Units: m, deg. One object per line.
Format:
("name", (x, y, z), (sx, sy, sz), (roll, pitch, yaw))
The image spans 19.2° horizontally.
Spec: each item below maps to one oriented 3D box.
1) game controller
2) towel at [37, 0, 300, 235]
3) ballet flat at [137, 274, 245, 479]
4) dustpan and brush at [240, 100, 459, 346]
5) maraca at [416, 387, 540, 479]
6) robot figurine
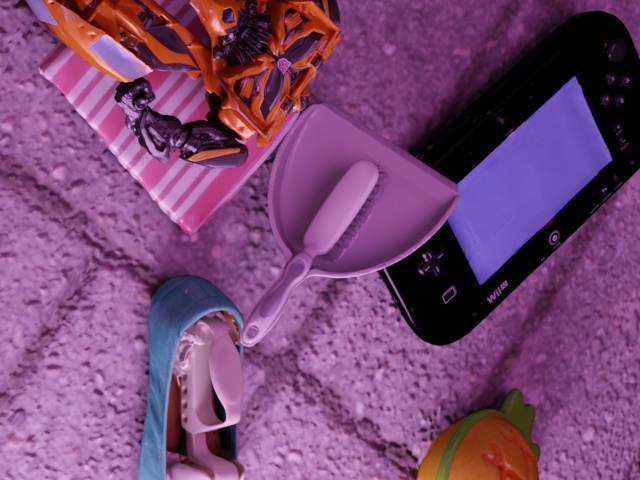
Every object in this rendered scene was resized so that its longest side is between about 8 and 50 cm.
("game controller", (0.171, -0.055, 1.635), (0.319, 0.067, 0.166), (-42, 117, -18))
("towel", (-0.114, -0.117, 1.464), (0.144, 0.029, 0.197), (-50, 121, -16))
("ballet flat", (-0.097, 0.152, 1.492), (0.083, 0.087, 0.247), (-6, 102, -31))
("dustpan and brush", (0.000, 0.000, 1.504), (0.147, 0.060, 0.211), (33, 81, 7))
("maraca", (0.147, 0.205, 1.652), (0.185, 0.099, 0.127), (-34, 123, -51))
("robot figurine", (-0.102, -0.181, 1.390), (0.291, 0.085, 0.211), (39, 79, -32))
